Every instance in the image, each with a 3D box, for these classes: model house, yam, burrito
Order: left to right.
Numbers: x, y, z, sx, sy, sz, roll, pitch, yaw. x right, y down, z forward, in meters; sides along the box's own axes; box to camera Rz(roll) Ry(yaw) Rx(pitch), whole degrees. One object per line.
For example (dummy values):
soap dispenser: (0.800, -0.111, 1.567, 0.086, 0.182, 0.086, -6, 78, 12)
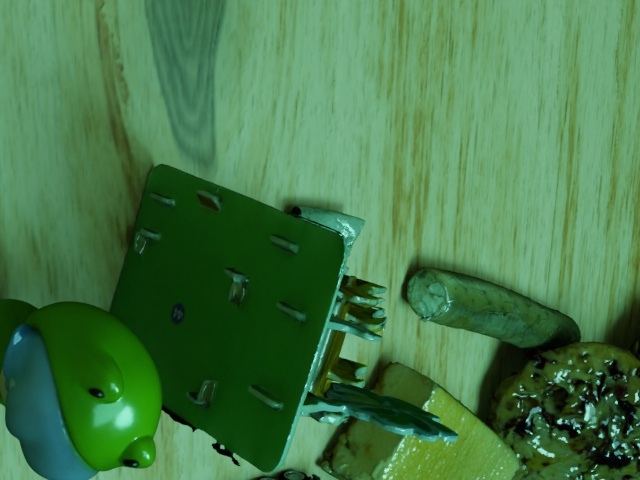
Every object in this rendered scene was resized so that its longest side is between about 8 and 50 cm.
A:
model house: (-0.002, 0.086, 1.221, 0.313, 0.358, 0.242, 10, 96, -42)
burrito: (0.001, -0.003, 1.410, 0.118, 0.044, 0.074, 2, 110, -41)
yam: (0.261, 0.106, 1.665, 0.371, 0.083, 0.083, 17, 93, -45)

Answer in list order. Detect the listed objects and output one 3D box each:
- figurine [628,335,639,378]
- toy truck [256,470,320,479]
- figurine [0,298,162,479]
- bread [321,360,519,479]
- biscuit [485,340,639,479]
figurine: (0.582, 0.237, 1.885, 0.416, 0.243, 0.298, -19, 121, -37)
toy truck: (-0.061, 0.364, 1.431, 0.242, 0.125, 0.101, -5, 109, -40)
figurine: (-0.248, 0.126, 1.078, 0.143, 0.263, 0.162, -32, 123, -31)
bread: (0.146, 0.307, 1.609, 0.184, 0.114, 0.275, -55, 132, -8)
biscuit: (0.383, 0.307, 1.738, 0.289, 0.081, 0.334, 0, 116, -2)
